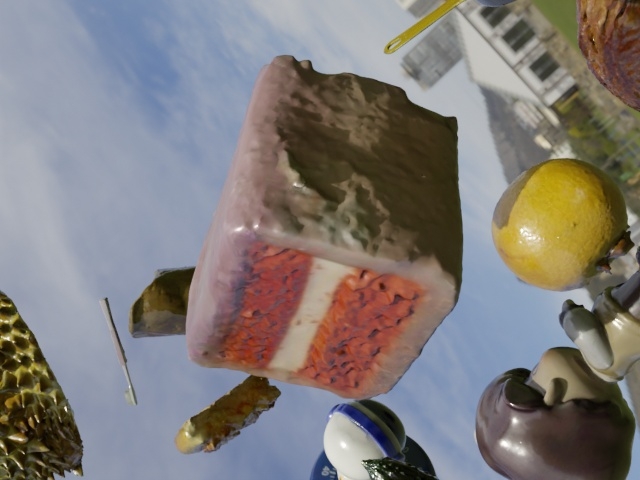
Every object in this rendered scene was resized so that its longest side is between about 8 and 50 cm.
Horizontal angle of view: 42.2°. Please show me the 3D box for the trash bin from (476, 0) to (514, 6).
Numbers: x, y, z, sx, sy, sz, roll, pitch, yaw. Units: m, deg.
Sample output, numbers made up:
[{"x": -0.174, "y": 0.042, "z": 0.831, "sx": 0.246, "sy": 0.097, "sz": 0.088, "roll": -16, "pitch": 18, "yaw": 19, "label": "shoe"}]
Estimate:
[{"x": 0.183, "y": -0.403, "z": 0.851, "sx": 0.250, "sy": 0.220, "sz": 0.219, "roll": 25, "pitch": -134, "yaw": -48, "label": "trash bin"}]

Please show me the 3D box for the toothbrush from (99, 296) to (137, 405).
[{"x": -0.332, "y": 0.186, "z": 1.369, "sx": 0.014, "sy": 0.017, "sz": 0.194, "roll": -87, "pitch": -13, "yaw": -74, "label": "toothbrush"}]

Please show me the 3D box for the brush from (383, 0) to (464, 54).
[{"x": 0.165, "y": -0.306, "z": 1.082, "sx": 0.011, "sy": 0.205, "sz": 0.083, "roll": 42, "pitch": -156, "yaw": -32, "label": "brush"}]

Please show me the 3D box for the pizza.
[{"x": -0.102, "y": 0.197, "z": 0.928, "sx": 0.046, "sy": 0.134, "sz": 0.175, "roll": 52, "pitch": -173, "yaw": 7, "label": "pizza"}]

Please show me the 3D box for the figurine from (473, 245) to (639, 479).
[{"x": 0.326, "y": 0.168, "z": 1.067, "sx": 0.206, "sy": 0.365, "sz": 0.218, "roll": 22, "pitch": -167, "yaw": 24, "label": "figurine"}]

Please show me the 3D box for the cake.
[{"x": 0.000, "y": 0.000, "z": 0.860, "sx": 0.237, "sy": 0.309, "sz": 0.230, "roll": 12, "pitch": -123, "yaw": -10, "label": "cake"}]

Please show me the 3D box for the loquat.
[{"x": 0.482, "y": -0.028, "z": 1.641, "sx": 0.275, "sy": 0.275, "sz": 0.275, "roll": 41, "pitch": -160, "yaw": -18, "label": "loquat"}]

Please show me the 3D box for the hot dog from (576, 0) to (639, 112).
[{"x": 0.470, "y": -0.337, "z": 1.199, "sx": 0.387, "sy": 0.174, "sz": 0.267, "roll": 37, "pitch": -130, "yaw": -35, "label": "hot dog"}]

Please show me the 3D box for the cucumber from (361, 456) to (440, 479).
[{"x": 0.190, "y": 0.399, "z": 1.211, "sx": 0.300, "sy": 0.072, "sz": 0.072, "roll": 32, "pitch": -160, "yaw": -3, "label": "cucumber"}]

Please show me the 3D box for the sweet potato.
[{"x": -0.219, "y": 0.111, "z": 1.694, "sx": 0.370, "sy": 0.158, "sz": 0.158, "roll": -10, "pitch": -130, "yaw": -24, "label": "sweet potato"}]

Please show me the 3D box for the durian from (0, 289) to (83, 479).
[{"x": -0.336, "y": 0.159, "z": 0.885, "sx": 0.252, "sy": 0.144, "sz": 0.139, "roll": 54, "pitch": 176, "yaw": 1, "label": "durian"}]

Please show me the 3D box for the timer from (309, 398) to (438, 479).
[{"x": 0.092, "y": 0.414, "z": 1.499, "sx": 0.383, "sy": 0.270, "sz": 0.270, "roll": 81, "pitch": 166, "yaw": -50, "label": "timer"}]
